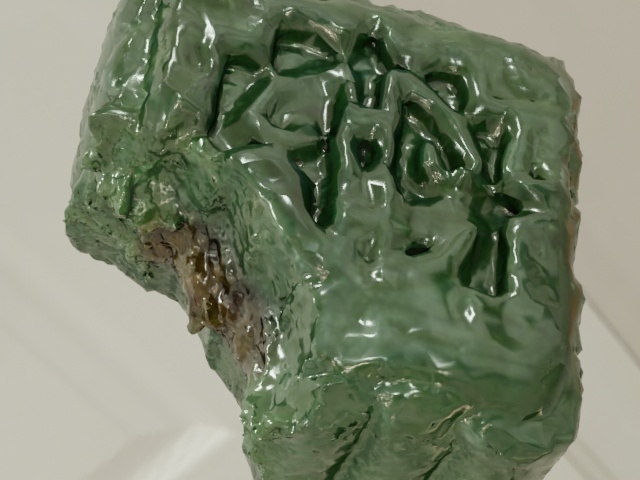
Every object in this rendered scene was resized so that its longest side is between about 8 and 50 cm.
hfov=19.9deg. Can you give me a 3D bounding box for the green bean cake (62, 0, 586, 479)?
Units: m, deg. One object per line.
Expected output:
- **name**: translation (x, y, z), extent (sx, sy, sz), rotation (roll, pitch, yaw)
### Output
- **green bean cake**: translation (0.000, 0.000, 1.081), extent (0.169, 0.300, 0.308), rotation (115, 163, -53)
